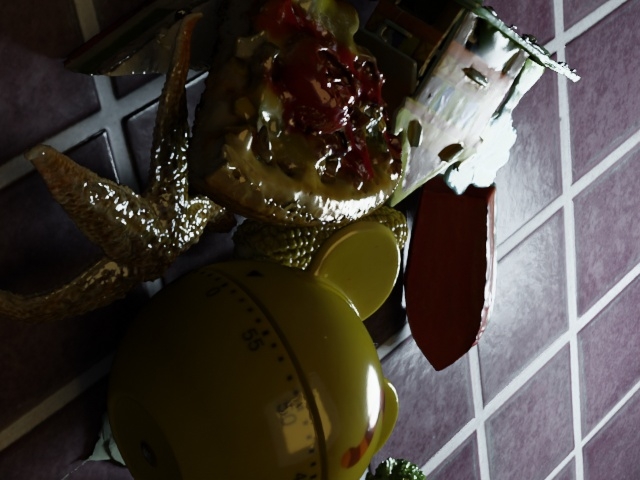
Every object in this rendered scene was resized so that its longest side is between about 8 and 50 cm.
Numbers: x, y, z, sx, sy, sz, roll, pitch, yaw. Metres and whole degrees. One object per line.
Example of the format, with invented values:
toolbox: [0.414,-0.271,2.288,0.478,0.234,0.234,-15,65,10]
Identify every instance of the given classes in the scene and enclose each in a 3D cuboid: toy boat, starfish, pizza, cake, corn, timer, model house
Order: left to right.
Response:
starfish: [-0.222,-0.046,1.504,0.398,0.132,0.383,-32,144,-31]
cake: [-0.184,-0.248,1.533,0.220,0.086,0.116,-8,108,-46]
timer: [-0.058,0.178,1.653,0.387,0.376,0.376,-23,124,-30]
pizza: [-0.020,-0.217,1.544,0.440,0.130,0.406,-7,90,-62]
corn: [0.002,-0.003,1.798,0.260,0.091,0.091,-7,156,-35]
model house: [0.149,-0.202,1.898,0.358,0.242,0.313,19,108,-54]
toy boat: [0.207,0.052,2.108,0.133,0.145,0.331,-54,150,-65]

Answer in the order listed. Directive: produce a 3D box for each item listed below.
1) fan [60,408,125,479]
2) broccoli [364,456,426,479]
fan: [-0.263,0.253,1.719,0.310,0.010,0.182,-41,133,-34]
broccoli: [0.085,0.463,2.095,0.254,0.186,0.302,-32,136,-26]
